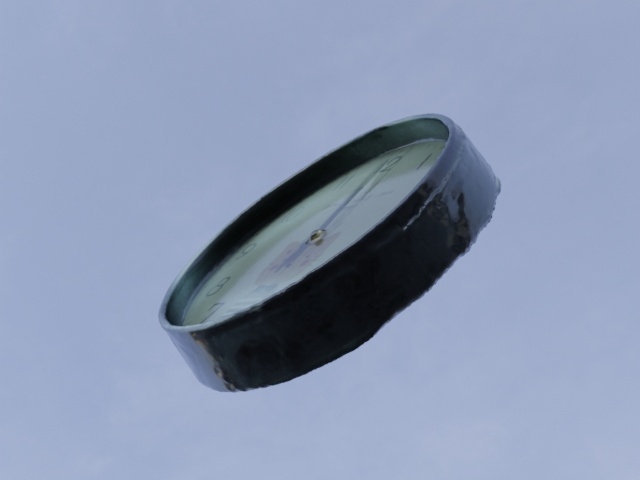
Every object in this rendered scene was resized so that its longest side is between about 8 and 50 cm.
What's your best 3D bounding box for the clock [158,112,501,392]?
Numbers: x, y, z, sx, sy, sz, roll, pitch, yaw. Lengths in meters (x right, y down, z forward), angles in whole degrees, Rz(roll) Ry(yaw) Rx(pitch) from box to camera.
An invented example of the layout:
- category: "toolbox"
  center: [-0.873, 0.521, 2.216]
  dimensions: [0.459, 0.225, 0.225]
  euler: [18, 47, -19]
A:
- category: "clock"
  center: [0.000, 0.000, 0.507]
  dimensions: [0.226, 0.226, 0.049]
  euler: [-30, -71, 16]
